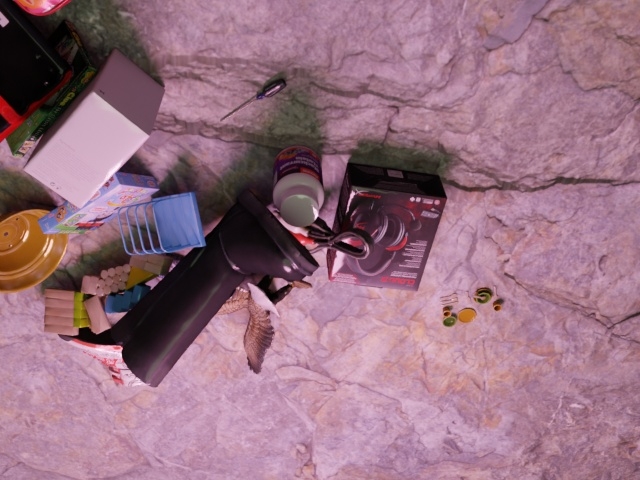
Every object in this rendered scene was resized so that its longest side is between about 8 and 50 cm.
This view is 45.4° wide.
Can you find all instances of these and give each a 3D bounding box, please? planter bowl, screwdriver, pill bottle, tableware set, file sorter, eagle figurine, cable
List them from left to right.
[{"bbox_3d":[-0.683,0.004,1.710,0.217,0.090,0.217,-34,144,-30],"label":"planter bowl"},{"bbox_3d":[-0.345,-0.031,1.644,0.170,0.105,0.118,-4,99,48],"label":"file sorter"},{"bbox_3d":[-0.165,0.163,1.815,0.298,0.226,0.225,-44,136,18],"label":"eagle figurine"},{"bbox_3d":[-0.145,-0.293,1.605,0.170,0.024,0.025,-23,93,20],"label":"screwdriver"},{"bbox_3d":[-0.047,-0.113,1.623,0.108,0.193,0.108,-2,124,-2],"label":"pill bottle"},{"bbox_3d":[0.000,0.000,1.682,0.072,0.287,0.139,-20,124,-33],"label":"cable"},{"bbox_3d":[0.381,0.174,1.944,0.154,0.024,0.104,-13,124,5],"label":"tableware set"}]

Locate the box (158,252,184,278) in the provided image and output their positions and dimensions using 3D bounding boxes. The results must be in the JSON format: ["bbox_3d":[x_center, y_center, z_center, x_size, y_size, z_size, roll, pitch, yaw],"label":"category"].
[{"bbox_3d":[-0.344,0.069,1.839,0.083,0.018,0.067,19,122,-15],"label":"box"}]

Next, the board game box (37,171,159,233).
[{"bbox_3d":[-0.476,-0.078,1.656,0.212,0.160,0.039,-30,81,16],"label":"board game box"}]

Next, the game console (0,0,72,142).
[{"bbox_3d":[-0.704,-0.372,1.446,0.342,0.060,0.386,-33,109,23],"label":"game console"}]

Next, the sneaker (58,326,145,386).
[{"bbox_3d":[-0.536,0.294,1.940,0.270,0.090,0.144,12,120,-14],"label":"sneaker"}]

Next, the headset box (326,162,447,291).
[{"bbox_3d":[0.141,-0.014,1.751,0.218,0.110,0.293,8,123,-9],"label":"headset box"}]

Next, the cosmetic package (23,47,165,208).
[{"bbox_3d":[-0.437,-0.223,1.510,0.138,0.224,0.225,38,115,-24],"label":"cosmetic package"}]

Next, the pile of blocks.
[{"bbox_3d":[-0.482,0.129,1.807,0.362,0.113,0.148,-23,82,17],"label":"pile of blocks"}]

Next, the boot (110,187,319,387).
[{"bbox_3d":[-0.234,0.125,1.595,0.445,0.367,0.146,-44,116,-1],"label":"boot"}]

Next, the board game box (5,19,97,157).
[{"bbox_3d":[-0.551,-0.298,1.518,0.260,0.136,0.030,-40,159,22],"label":"board game box"}]

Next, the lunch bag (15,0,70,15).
[{"bbox_3d":[-0.495,-0.573,1.340,0.258,0.120,0.293,-31,123,13],"label":"lunch bag"}]
